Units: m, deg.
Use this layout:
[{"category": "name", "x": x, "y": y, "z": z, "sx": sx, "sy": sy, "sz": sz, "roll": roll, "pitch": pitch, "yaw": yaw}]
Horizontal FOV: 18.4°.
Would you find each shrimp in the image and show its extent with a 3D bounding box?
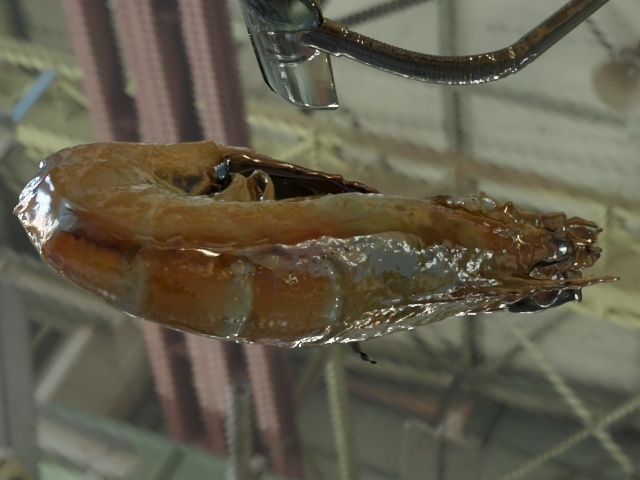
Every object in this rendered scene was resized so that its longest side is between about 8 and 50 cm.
[{"category": "shrimp", "x": 0.000, "y": 0.000, "z": 0.790, "sx": 0.248, "sy": 0.150, "sz": 0.068, "roll": 9, "pitch": -64, "yaw": -20}]

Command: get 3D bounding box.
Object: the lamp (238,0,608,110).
[{"category": "lamp", "x": 0.095, "y": -0.148, "z": 1.298, "sx": 0.203, "sy": 0.283, "sz": 0.124, "roll": 108, "pitch": -43, "yaw": -78}]
